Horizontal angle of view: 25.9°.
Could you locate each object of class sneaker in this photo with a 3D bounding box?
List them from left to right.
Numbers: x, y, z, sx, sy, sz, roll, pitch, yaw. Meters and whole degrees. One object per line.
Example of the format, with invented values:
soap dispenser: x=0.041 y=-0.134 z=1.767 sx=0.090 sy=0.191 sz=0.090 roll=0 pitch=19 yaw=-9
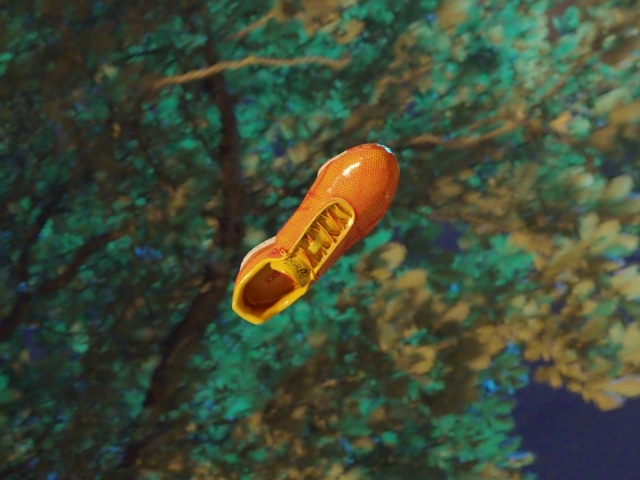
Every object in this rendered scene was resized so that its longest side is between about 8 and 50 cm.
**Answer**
sneaker: x=0.000 y=0.000 z=1.041 sx=0.064 sy=0.175 sz=0.067 roll=34 pitch=-155 yaw=-14
